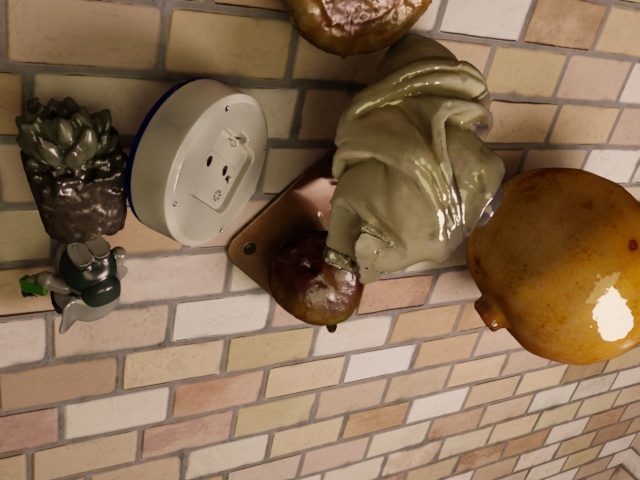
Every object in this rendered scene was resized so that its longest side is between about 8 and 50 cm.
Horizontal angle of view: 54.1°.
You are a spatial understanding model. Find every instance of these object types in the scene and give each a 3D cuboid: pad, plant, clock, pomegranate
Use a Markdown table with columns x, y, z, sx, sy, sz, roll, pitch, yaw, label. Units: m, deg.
| x | y | z | sx | sy | sz | roll | pitch | yaw | label |
| --- | --- | --- | --- | --- | --- | --- | --- | --- | --- |
| 0.000 | 0.000 | 1.177 | 0.284 | 0.018 | 0.286 | -42 | 131 | 2 | pad |
| -0.324 | -0.099 | 0.836 | 0.132 | 0.129 | 0.194 | -15 | 131 | -25 | plant |
| -0.165 | -0.108 | 0.884 | 0.230 | 0.083 | 0.230 | -54 | 158 | -34 | clock |
| 0.484 | 0.057 | 1.277 | 0.417 | 0.416 | 0.416 | -16 | 128 | -21 | pomegranate |

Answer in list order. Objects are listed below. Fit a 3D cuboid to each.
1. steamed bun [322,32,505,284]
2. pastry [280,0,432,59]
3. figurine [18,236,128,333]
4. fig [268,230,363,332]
| x | y | z | sx | sy | sz | roll | pitch | yaw | label |
| --- | --- | --- | --- | --- | --- | --- | --- | --- | --- |
| 0.169 | -0.106 | 0.975 | 0.346 | 0.237 | 0.394 | -4 | 113 | -69 | steamed bun |
| 0.045 | -0.381 | 0.871 | 0.236 | 0.121 | 0.257 | -29 | 134 | -6 | pastry |
| -0.351 | 0.061 | 0.937 | 0.147 | 0.126 | 0.192 | -41 | 165 | -37 | figurine |
| 0.008 | 0.101 | 1.156 | 0.170 | 0.145 | 0.274 | -30 | 143 | -7 | fig |
